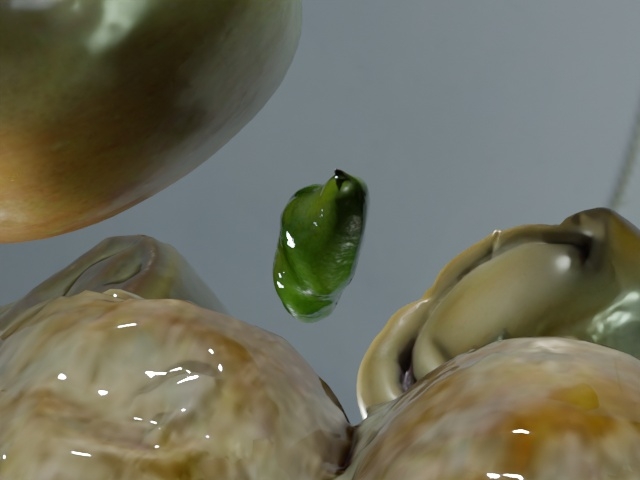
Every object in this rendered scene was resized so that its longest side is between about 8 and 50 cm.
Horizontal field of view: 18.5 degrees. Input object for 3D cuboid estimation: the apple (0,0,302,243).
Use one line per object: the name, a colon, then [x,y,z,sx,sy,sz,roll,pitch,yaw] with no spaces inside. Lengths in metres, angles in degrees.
apple: [-0.155,-0.176,1.122,0.305,0.338,0.339,-25,83,6]

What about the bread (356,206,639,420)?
bread: [0.133,0.083,0.810,0.225,0.081,0.134,40,102,-8]

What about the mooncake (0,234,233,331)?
mooncake: [-0.211,0.118,1.737,0.284,0.284,0.155,-23,110,32]

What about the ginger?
ginger: [-0.004,0.104,0.571,0.375,0.256,0.176,4,86,4]

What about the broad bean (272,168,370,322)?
broad bean: [-0.002,0.008,1.052,0.046,0.195,0.061,13,81,1]
